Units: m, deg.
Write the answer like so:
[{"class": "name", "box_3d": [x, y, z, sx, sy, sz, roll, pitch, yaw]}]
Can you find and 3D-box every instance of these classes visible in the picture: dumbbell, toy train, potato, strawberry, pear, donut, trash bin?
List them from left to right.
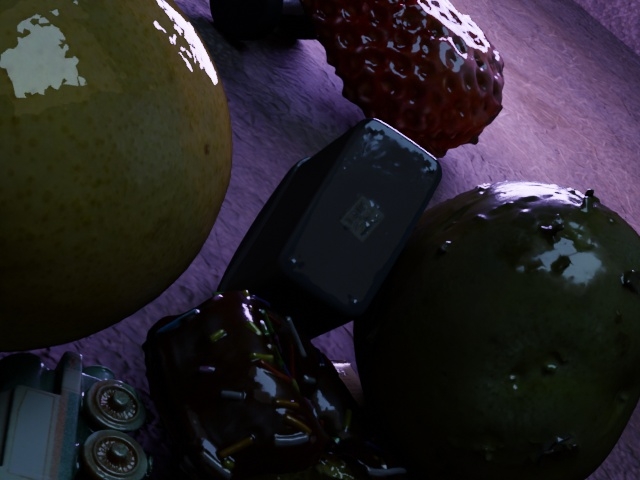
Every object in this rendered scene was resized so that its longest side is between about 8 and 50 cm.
[{"class": "pear", "box_3d": [-0.214, -0.065, 0.784, 0.314, 0.314, 0.314, 29, 29, -18]}, {"class": "toy train", "box_3d": [-0.176, 0.149, 0.747, 0.125, 0.080, 0.194, 21, 34, -22]}, {"class": "dumbbell", "box_3d": [-0.057, -0.317, 1.559, 0.100, 0.100, 0.191, 47, 28, 16]}, {"class": "donut", "box_3d": [-0.030, 0.131, 0.860, 0.230, 0.096, 0.216, 46, 10, -28]}, {"class": "trash bin", "box_3d": [0.000, 0.000, 1.017, 0.101, 0.236, 0.176, 35, 71, -8]}, {"class": "strawberry", "box_3d": [0.120, -0.272, 1.550, 0.336, 0.149, 0.265, 49, 38, -20]}, {"class": "potato", "box_3d": [0.139, 0.082, 0.982, 0.219, 0.269, 0.359, 26, -3, -9]}]

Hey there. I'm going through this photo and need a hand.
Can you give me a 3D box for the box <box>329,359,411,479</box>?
[{"class": "box", "box_3d": [0.029, 0.165, 1.026, 0.073, 0.020, 0.149, 7, 41, -44]}]
